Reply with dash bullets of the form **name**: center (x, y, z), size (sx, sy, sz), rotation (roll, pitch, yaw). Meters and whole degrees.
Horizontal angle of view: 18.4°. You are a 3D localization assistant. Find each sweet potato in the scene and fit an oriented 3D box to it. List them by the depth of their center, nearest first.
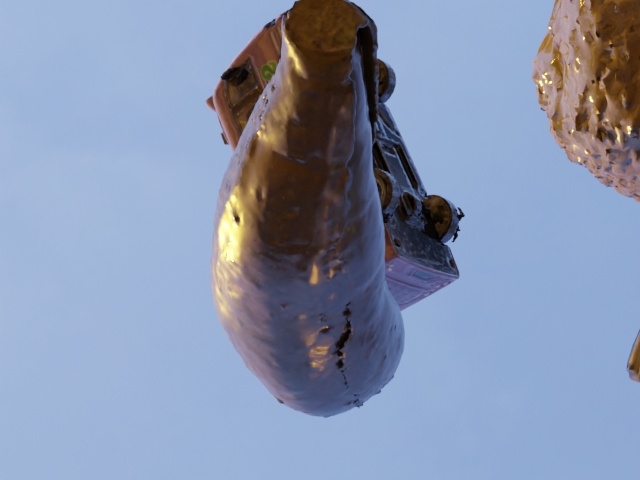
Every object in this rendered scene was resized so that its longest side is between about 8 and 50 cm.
- **sweet potato**: center (-0.007, -0.001, 0.929), size (0.085, 0.286, 0.112), rotation (10, -127, 15)

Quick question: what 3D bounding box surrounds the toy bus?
- **toy bus**: center (0.007, -0.045, 1.280), size (0.108, 0.096, 0.199), rotation (-34, -117, 23)

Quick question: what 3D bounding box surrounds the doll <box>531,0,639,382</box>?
- **doll**: center (0.124, -0.065, 0.578), size (0.115, 0.105, 0.221), rotation (14, -77, 0)
